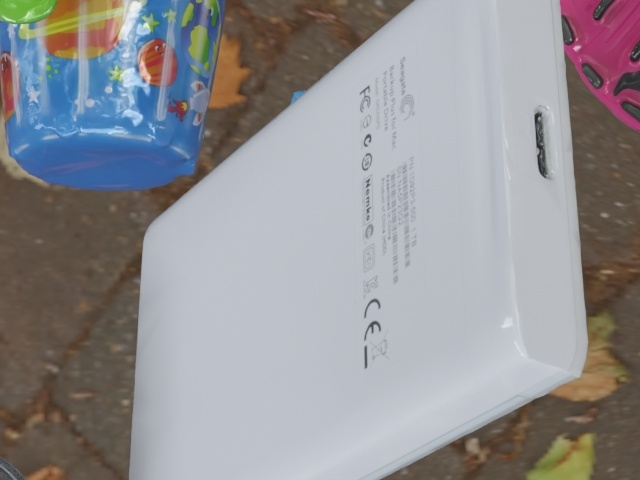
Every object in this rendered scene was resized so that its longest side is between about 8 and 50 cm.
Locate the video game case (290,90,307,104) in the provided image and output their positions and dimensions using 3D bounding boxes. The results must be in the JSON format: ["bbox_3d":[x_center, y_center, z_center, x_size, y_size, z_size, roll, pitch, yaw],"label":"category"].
[{"bbox_3d":[0.000,0.000,1.138,0.015,0.119,0.166,-7,55,-17],"label":"video game case"}]

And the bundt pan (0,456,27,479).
[{"bbox_3d":[-0.276,0.210,0.816,0.331,0.124,0.330,0,66,1],"label":"bundt pan"}]

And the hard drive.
[{"bbox_3d":[0.002,0.020,0.792,0.307,0.040,0.203,-36,45,47],"label":"hard drive"}]

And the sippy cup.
[{"bbox_3d":[-0.188,-0.169,1.512,0.240,0.306,0.224,-18,66,50],"label":"sippy cup"}]

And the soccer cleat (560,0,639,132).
[{"bbox_3d":[0.313,-0.099,1.243,0.331,0.143,0.116,40,108,24],"label":"soccer cleat"}]
